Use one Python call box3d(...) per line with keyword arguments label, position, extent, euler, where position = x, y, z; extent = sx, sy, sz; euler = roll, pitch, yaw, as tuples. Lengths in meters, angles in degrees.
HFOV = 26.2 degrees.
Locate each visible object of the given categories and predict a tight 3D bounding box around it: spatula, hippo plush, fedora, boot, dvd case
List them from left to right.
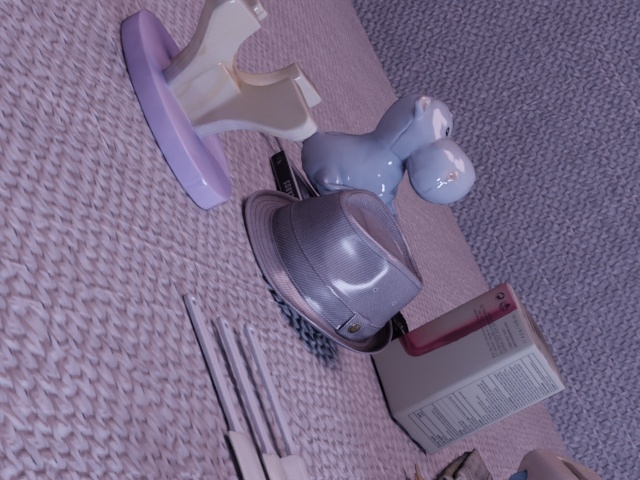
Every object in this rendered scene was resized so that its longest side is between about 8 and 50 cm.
box3d(label="spatula", position=(-0.066, 0.173, 1.361), extent=(0.168, 0.019, 0.242), euler=(32, 31, -58))
box3d(label="dvd case", position=(0.000, 0.000, 2.000), extent=(0.179, 0.029, 0.239), euler=(53, 12, -41))
box3d(label="fedora", position=(0.039, 0.016, 1.773), extent=(0.275, 0.124, 0.244), euler=(39, 27, -38))
box3d(label="hippo plush", position=(0.109, -0.116, 2.104), extent=(0.294, 0.236, 0.234), euler=(61, 8, 13))
box3d(label="boot", position=(0.125, 0.159, 2.172), extent=(0.121, 0.045, 0.099), euler=(62, 8, 4))

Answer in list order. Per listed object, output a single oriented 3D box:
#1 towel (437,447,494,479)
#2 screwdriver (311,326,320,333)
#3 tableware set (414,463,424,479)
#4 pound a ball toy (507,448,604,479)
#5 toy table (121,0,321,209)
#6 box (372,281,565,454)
box3d(label="towel", position=(0.286, 0.477, 2.119), extent=(0.312, 0.056, 0.324), euler=(64, 12, 6))
box3d(label="screwdriver", position=(-0.012, 0.074, 1.819), extent=(0.025, 0.024, 0.170), euler=(56, 9, -25))
box3d(label="tableware set", position=(0.159, 0.390, 1.843), extent=(0.169, 0.020, 0.141), euler=(56, 13, -29))
box3d(label="pound a ball toy", position=(0.341, 0.442, 2.043), extent=(0.135, 0.208, 0.319), euler=(21, 2, -2))
box3d(label="toy table", position=(-0.114, -0.187, 1.614), extent=(0.274, 0.161, 0.252), euler=(65, 11, 18))
box3d(label="box", position=(0.217, 0.190, 2.016), extent=(0.148, 0.232, 0.127), euler=(50, 17, -48))
